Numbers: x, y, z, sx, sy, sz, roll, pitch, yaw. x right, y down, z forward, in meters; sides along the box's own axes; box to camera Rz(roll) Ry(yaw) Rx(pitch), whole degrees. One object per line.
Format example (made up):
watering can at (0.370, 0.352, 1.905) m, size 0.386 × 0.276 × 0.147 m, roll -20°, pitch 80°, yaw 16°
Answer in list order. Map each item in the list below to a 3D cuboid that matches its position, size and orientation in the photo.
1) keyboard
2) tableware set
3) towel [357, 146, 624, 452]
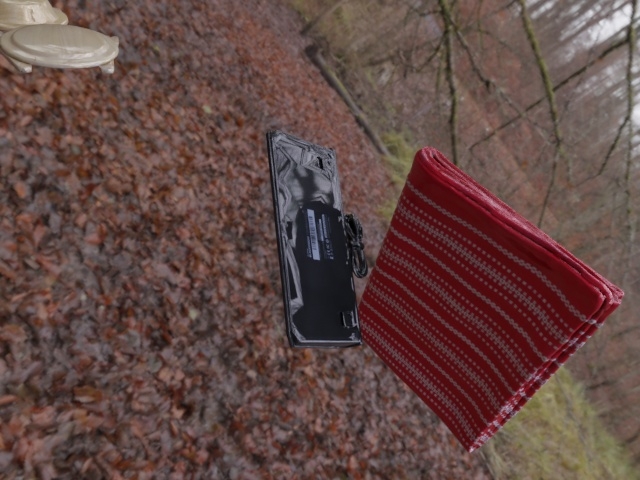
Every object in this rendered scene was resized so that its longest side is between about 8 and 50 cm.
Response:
keyboard at (0.000, 0.000, 0.462) m, size 0.108 × 0.023 × 0.180 m, roll 10°, pitch 66°, yaw -44°
tableware set at (-0.210, -0.123, 0.323) m, size 0.169 × 0.020 × 0.141 m, roll -13°, pitch 44°, yaw -32°
towel at (0.123, 0.069, 0.517) m, size 0.031 × 0.274 × 0.199 m, roll -27°, pitch 58°, yaw -33°
